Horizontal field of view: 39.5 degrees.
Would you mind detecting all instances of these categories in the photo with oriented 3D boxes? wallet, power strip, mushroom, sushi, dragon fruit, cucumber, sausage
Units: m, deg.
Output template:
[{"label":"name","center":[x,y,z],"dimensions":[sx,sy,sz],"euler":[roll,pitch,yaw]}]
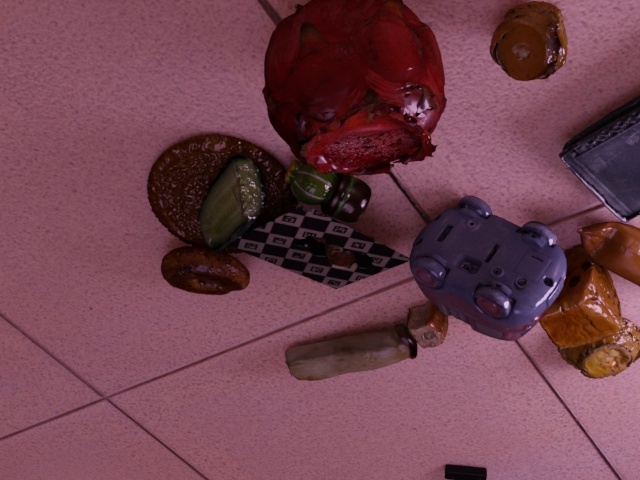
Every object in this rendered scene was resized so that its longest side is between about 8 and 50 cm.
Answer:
[{"label":"wallet","center":[0.622,-0.178,1.558],"dimensions":[0.342,0.075,0.237],"euler":[-33,124,32]},{"label":"power strip","center":[0.383,0.614,2.354],"dimensions":[0.111,0.029,0.037],"euler":[5,134,5]},{"label":"mushroom","center":[0.072,0.260,2.023],"dimensions":[0.312,0.081,0.100],"euler":[-15,124,21]},{"label":"sushi","center":[0.000,0.000,1.783],"dimensions":[0.290,0.050,0.264],"euler":[24,149,-32]},{"label":"dragon fruit","center":[0.055,-0.247,1.408],"dimensions":[0.296,0.301,0.295],"euler":[-1,138,0]},{"label":"cucumber","center":[-0.162,-0.063,1.694],"dimensions":[0.086,0.115,0.193],"euler":[-14,156,-48]},{"label":"sausage","center":[0.622,0.034,1.735],"dimensions":[0.328,0.112,0.112],"euler":[25,130,-16]}]

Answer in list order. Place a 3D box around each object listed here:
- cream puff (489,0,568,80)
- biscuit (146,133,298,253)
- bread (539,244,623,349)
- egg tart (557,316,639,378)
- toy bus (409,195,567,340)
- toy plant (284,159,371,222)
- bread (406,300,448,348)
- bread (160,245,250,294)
[{"label":"cream puff","center":[0.341,-0.323,1.433],"dimensions":[0.119,0.104,0.133],"euler":[29,130,24]},{"label":"biscuit","center":[-0.194,-0.082,1.759],"dimensions":[0.306,0.038,0.305],"euler":[3,133,3]},{"label":"bread","center":[0.515,0.119,1.806],"dimensions":[0.143,0.149,0.158],"euler":[-25,132,29]},{"label":"egg tart","center":[0.620,0.240,1.953],"dimensions":[0.191,0.074,0.191],"euler":[2,131,2]},{"label":"toy bus","center":[0.318,0.076,1.714],"dimensions":[0.294,0.197,0.231],"euler":[24,151,28]},{"label":"toy plant","center":[0.010,-0.099,1.685],"dimensions":[0.163,0.092,0.092],"euler":[23,131,-13]},{"label":"bread","center":[0.235,0.184,1.941],"dimensions":[0.077,0.070,0.083],"euler":[-20,130,24]},{"label":"bread","center":[-0.242,0.064,1.862],"dimensions":[0.193,0.063,0.193],"euler":[6,157,2]}]
